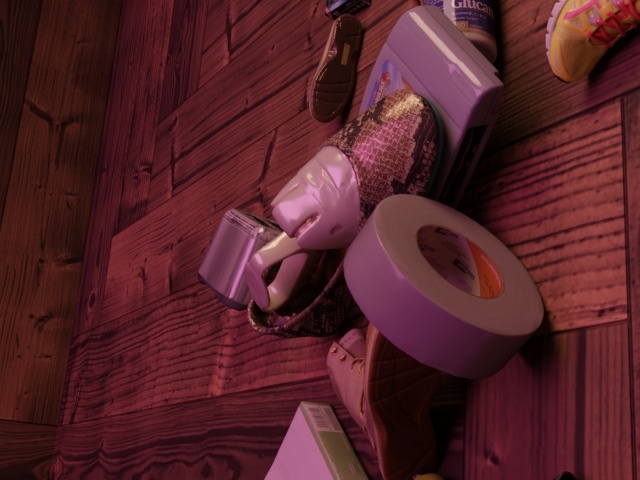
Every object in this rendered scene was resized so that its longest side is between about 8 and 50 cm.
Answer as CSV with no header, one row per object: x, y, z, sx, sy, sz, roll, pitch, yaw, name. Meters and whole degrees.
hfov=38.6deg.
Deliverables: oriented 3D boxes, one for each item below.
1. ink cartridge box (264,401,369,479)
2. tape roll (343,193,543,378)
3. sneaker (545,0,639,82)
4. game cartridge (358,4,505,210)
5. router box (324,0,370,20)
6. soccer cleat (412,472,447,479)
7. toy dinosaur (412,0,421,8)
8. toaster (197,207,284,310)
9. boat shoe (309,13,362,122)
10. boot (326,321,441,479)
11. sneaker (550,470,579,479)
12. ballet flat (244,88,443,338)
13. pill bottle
-0.026,0.377,1.322,0.235,0.056,0.171,-67,30,22,ink cartridge box
0.136,0.047,1.014,0.072,0.219,0.219,-56,34,31,tape roll
0.319,-0.254,0.971,0.208,0.081,0.094,-61,35,25,sneaker
0.122,-0.136,1.176,0.198,0.062,0.297,53,143,32,game cartridge
0.052,-0.448,1.567,0.092,0.038,0.122,-15,64,57,router box
0.108,0.362,1.091,0.179,0.060,0.072,-66,32,12,soccer cleat
0.141,-0.289,1.280,0.112,0.064,0.211,-90,-9,-51,toy dinosaur
-0.113,0.038,1.552,0.227,0.129,0.146,32,103,61,toaster
0.022,-0.280,1.532,0.190,0.068,0.072,-71,15,-11,boat shoe
0.072,0.154,1.145,0.203,0.095,0.262,-126,25,-58,boot
0.222,0.338,0.875,0.118,0.083,0.222,-48,38,39,sneaker
0.000,0.000,1.207,0.164,0.182,0.483,64,150,26,ballet flat
0.184,-0.311,1.217,0.094,0.094,0.169,-31,52,52,pill bottle
